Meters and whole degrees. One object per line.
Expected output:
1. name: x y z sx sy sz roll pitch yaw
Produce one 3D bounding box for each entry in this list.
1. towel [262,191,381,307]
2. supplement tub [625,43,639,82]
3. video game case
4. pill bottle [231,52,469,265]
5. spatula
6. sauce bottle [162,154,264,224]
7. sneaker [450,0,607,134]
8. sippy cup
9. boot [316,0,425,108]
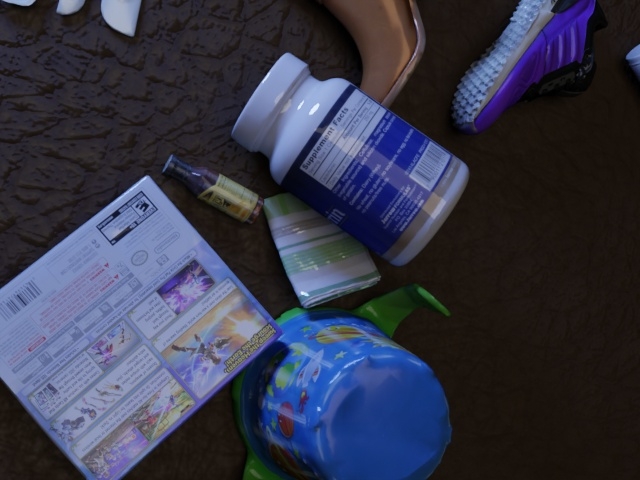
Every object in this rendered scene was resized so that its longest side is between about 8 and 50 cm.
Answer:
1. towel: 0.000 0.000 1.023 0.113 0.023 0.152 -17 74 -21
2. supplement tub: 0.517 -0.249 1.214 0.071 0.071 0.107 -39 102 -16
3. video game case: -0.222 0.104 0.923 0.269 0.061 0.244 -41 88 -15
4. pill bottle: 0.034 -0.100 0.978 0.264 0.153 0.153 35 78 -1
5. spatula: -0.281 -0.380 0.955 0.168 0.019 0.242 11 86 -19
6. sauce bottle: -0.132 -0.064 0.994 0.128 0.042 0.042 27 80 -15
7. sneaker: 0.308 -0.239 1.122 0.146 0.102 0.293 41 77 -16
8. sippy cup: 0.034 0.199 0.954 0.240 0.224 0.306 4 88 -20
9. boot: 0.035 -0.307 1.027 0.220 0.109 0.284 19 98 -9
